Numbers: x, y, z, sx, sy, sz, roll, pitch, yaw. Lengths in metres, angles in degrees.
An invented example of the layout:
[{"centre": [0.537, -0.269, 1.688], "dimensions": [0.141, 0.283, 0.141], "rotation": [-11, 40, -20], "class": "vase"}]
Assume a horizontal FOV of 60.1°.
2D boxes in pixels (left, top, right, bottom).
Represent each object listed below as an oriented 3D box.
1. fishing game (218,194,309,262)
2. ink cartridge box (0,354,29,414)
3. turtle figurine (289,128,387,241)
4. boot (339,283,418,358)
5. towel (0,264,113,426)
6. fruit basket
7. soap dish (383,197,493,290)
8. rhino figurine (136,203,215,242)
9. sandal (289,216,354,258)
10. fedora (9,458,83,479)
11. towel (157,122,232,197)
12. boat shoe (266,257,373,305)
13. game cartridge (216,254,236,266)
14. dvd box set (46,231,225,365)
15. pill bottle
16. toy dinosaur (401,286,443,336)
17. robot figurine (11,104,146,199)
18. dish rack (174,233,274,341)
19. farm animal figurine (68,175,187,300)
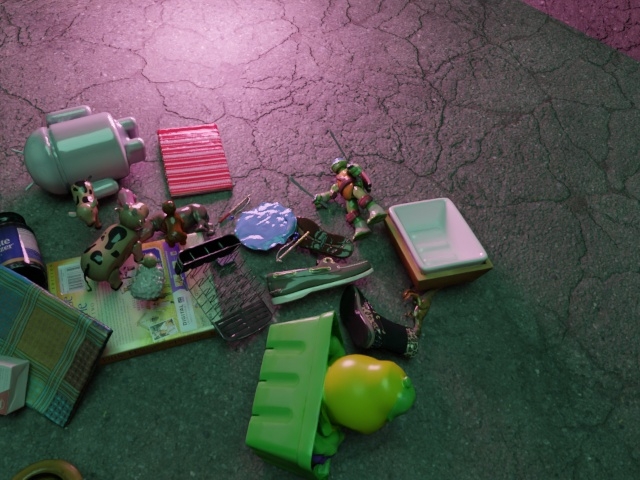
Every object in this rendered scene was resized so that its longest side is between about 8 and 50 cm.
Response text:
[{"centre": [-0.163, -0.041, 1.649], "dimensions": [0.264, 0.041, 0.189], "rotation": [28, 59, 26], "class": "fishing game"}, {"centre": [-0.793, 0.324, 1.289], "dimensions": [0.198, 0.067, 0.115], "rotation": [8, 93, 9], "class": "ink cartridge box"}, {"centre": [0.060, -0.140, 1.661], "dimensions": [0.197, 0.274, 0.266], "rotation": [-35, 69, 12], "class": "turtle figurine"}, {"centre": [0.156, 0.224, 1.512], "dimensions": [0.178, 0.085, 0.236], "rotation": [20, 24, -24], "class": "boot"}, {"centre": [-0.708, 0.243, 1.328], "dimensions": [0.370, 0.040, 0.272], "rotation": [27, 94, 9], "class": "towel"}, {"centre": [0.040, 0.362, 1.286], "dimensions": [0.391, 0.283, 0.392], "rotation": [-5, 56, 7], "class": "fruit basket"}, {"centre": [0.329, 0.011, 1.613], "dimensions": [0.228, 0.118, 0.291], "rotation": [-9, 45, -13], "class": "soap dish"}, {"centre": [-0.436, -0.044, 1.604], "dimensions": [0.243, 0.073, 0.106], "rotation": [-13, 64, -13], "class": "rhino figurine"}, {"centre": [0.000, 0.000, 1.637], "dimensions": [0.219, 0.060, 0.090], "rotation": [19, 72, 17], "class": "sandal"}, {"centre": [-0.595, 0.578, 1.192], "dimensions": [0.194, 0.079, 0.194], "rotation": [3, 52, -4], "class": "fedora"}, {"centre": [-0.403, -0.260, 1.768], "dimensions": [0.198, 0.031, 0.275], "rotation": [-10, 62, -16], "class": "towel"}, {"centre": [0.000, 0.097, 1.544], "dimensions": [0.304, 0.109, 0.091], "rotation": [-16, 83, -13], "class": "boat shoe"}, {"centre": [-0.287, 0.037, 1.607], "dimensions": [0.056, 0.017, 0.083], "rotation": [-21, 63, -23], "class": "game cartridge"}, {"centre": [-0.491, 0.157, 1.478], "dimensions": [0.420, 0.062, 0.308], "rotation": [-13, 61, -16], "class": "dvd box set"}, {"centre": [-0.816, 0.030, 1.471], "dimensions": [0.122, 0.123, 0.219], "rotation": [-22, 55, -20], "class": "pill bottle"}, {"centre": [0.293, 0.176, 1.581], "dimensions": [0.112, 0.064, 0.212], "rotation": [36, 69, -6], "class": "toy dinosaur"}, {"centre": [-0.699, -0.254, 1.624], "dimensions": [0.353, 0.200, 0.300], "rotation": [-19, 77, -19], "class": "robot figurine"}, {"centre": [-0.243, 0.128, 1.465], "dimensions": [0.208, 0.074, 0.272], "rotation": [-24, 73, -46], "class": "dish rack"}, {"centre": [-0.530, -0.026, 1.442], "dimensions": [0.330, 0.172, 0.327], "rotation": [13, 60, 2], "class": "farm animal figurine"}]
